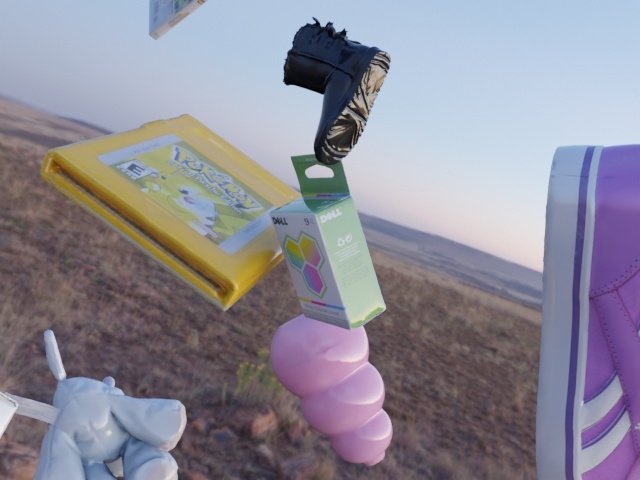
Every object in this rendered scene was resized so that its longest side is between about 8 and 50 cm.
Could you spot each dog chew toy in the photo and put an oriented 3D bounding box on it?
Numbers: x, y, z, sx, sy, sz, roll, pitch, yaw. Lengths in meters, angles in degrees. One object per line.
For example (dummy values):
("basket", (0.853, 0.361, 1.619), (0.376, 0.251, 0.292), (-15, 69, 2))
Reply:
("dog chew toy", (0.036, 0.300, 1.282), (0.332, 0.206, 0.206), (62, 8, 5))

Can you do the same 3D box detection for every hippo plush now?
("hippo plush", (-0.376, 0.335, 1.027), (0.294, 0.234, 0.236), (31, -26, -9))

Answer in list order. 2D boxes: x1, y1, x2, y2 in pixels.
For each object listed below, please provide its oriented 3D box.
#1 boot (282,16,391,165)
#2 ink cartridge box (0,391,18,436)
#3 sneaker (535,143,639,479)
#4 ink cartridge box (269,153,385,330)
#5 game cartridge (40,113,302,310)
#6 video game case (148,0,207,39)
("boot", (0.002, -0.141, 0.583), (0.099, 0.121, 0.045), (34, 13, 34))
("ink cartridge box", (-0.438, 0.210, 0.574), (0.272, 0.197, 0.114), (-7, -40, 36))
("sneaker", (0.216, 0.085, 0.371), (0.161, 0.282, 0.102), (5, 27, 26))
("ink cartridge box", (0.000, 0.000, 0.785), (0.062, 0.209, 0.109), (-26, 17, -30))
("game cartridge", (-0.162, -0.064, 0.867), (0.285, 0.053, 0.324), (36, 28, 5))
("video game case", (-0.289, -0.565, 1.339), (0.206, 0.227, 0.026), (-25, -34, 28))
